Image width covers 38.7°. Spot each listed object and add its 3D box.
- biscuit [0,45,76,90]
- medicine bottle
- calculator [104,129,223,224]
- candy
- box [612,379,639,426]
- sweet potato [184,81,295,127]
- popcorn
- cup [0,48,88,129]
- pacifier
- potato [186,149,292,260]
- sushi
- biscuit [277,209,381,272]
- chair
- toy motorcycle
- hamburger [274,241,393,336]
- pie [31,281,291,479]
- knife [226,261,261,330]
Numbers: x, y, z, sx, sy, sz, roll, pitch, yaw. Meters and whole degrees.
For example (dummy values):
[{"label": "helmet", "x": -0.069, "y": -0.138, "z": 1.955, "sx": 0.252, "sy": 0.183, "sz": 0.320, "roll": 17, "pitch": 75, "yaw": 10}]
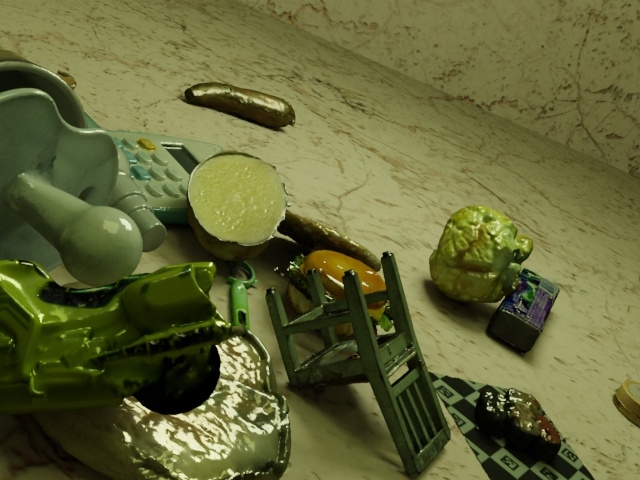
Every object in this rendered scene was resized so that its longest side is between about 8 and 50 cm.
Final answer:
[{"label": "biscuit", "x": -0.531, "y": -0.285, "z": 1.590, "sx": 0.183, "sy": 0.061, "sz": 0.118, "roll": 28, "pitch": 23, "yaw": 7}, {"label": "medicine bottle", "x": -0.334, "y": -0.106, "z": 1.284, "sx": 0.352, "sy": 0.110, "sz": 0.110, "roll": 42, "pitch": 26, "yaw": 29}, {"label": "calculator", "x": -0.279, "y": -0.106, "z": 1.490, "sx": 0.386, "sy": 0.054, "sz": 0.256, "roll": 3, "pitch": 32, "yaw": -44}, {"label": "candy", "x": 0.390, "y": 0.128, "z": 1.732, "sx": 0.088, "sy": 0.061, "sz": 0.312, "roll": 32, "pitch": 21, "yaw": 12}, {"label": "box", "x": 0.568, "y": 0.291, "z": 1.604, "sx": 0.105, "sy": 0.037, "sz": 0.105, "roll": 23, "pitch": 21, "yaw": -10}, {"label": "sweet potato", "x": -0.179, "y": -0.311, "z": 2.048, "sx": 0.273, "sy": 0.075, "sz": 0.075, "roll": 12, "pitch": 26, "yaw": -29}, {"label": "popcorn", "x": 0.303, "y": 0.027, "z": 1.671, "sx": 0.212, "sy": 0.198, "sz": 0.198, "roll": 9, "pitch": 28, "yaw": -29}, {"label": "cup", "x": -0.493, "y": -0.136, "z": 1.166, "sx": 0.301, "sy": 0.227, "sz": 0.257, "roll": -30, "pitch": 42, "yaw": -32}, {"label": "pacifier", "x": -0.295, "y": -0.018, "z": 0.984, "sx": 0.233, "sy": 0.244, "sz": 0.299, "roll": 28, "pitch": -2, "yaw": 22}, {"label": "potato", "x": -0.132, "y": -0.046, "z": 1.407, "sx": 0.164, "sy": 0.081, "sz": 0.200, "roll": 14, "pitch": 49, "yaw": -11}, {"label": "sushi", "x": 0.293, "y": 0.263, "z": 1.332, "sx": 0.219, "sy": 0.047, "sz": 0.231, "roll": 15, "pitch": 25, "yaw": -27}, {"label": "biscuit", "x": 0.001, "y": -0.001, "z": 1.492, "sx": 0.220, "sy": 0.033, "sz": 0.220, "roll": 25, "pitch": -8, "yaw": 4}, {"label": "chair", "x": 0.049, "y": 0.165, "z": 1.194, "sx": 0.136, "sy": 0.147, "sz": 0.270, "roll": -25, "pitch": 98, "yaw": -61}, {"label": "toy motorcycle", "x": -0.261, "y": 0.077, "z": 0.851, "sx": 0.342, "sy": 0.206, "sz": 0.142, "roll": -4, "pitch": -11, "yaw": -14}, {"label": "hamburger", "x": 0.027, "y": 0.084, "z": 1.362, "sx": 0.189, "sy": 0.093, "sz": 0.164, "roll": 31, "pitch": 21, "yaw": 16}, {"label": "pie", "x": -0.177, "y": 0.159, "z": 0.989, "sx": 0.337, "sy": 0.075, "sz": 0.337, "roll": 23, "pitch": 28, "yaw": -13}, {"label": "knife", "x": -0.109, "y": 0.081, "z": 1.316, "sx": 0.054, "sy": 0.015, "sz": 0.212, "roll": 22, "pitch": 21, "yaw": -15}]
